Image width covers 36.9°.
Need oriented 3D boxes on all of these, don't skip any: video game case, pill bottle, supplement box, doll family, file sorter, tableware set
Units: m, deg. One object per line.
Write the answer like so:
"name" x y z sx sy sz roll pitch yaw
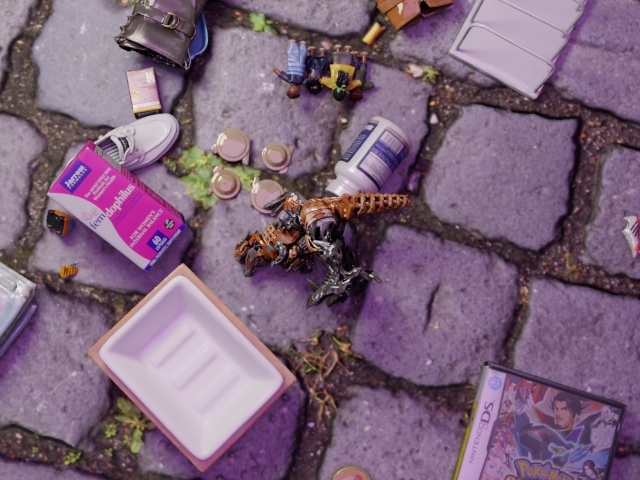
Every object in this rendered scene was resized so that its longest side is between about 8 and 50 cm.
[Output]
"video game case" 0.399 0.380 1.759 0.274 0.035 0.248 18 81 -2
"pill bottle" 0.086 -0.138 1.780 0.094 0.094 0.169 38 81 2
"supplement box" -0.356 -0.061 1.688 0.220 0.114 0.111 39 92 -15
"doll family" 0.007 -0.312 1.814 0.193 0.076 0.111 5 86 1
"file sorter" 0.401 -0.448 1.810 0.193 0.173 0.278 28 81 1
"tableware set" -0.131 -0.131 1.801 0.168 0.020 0.141 17 83 -3
"supplement box" -0.329 -0.276 1.794 0.055 0.043 0.083 -10 83 -5

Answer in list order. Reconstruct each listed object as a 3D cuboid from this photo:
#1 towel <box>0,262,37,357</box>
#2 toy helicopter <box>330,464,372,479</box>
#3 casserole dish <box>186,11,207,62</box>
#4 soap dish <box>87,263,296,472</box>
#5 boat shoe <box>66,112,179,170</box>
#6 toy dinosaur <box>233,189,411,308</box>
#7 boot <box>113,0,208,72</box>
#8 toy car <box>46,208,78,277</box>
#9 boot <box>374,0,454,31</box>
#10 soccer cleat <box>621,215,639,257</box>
"towel" -0.723 0.152 1.683 0.320 0.090 0.374 34 81 4
"toy helicopter" 0.036 0.574 1.677 0.235 0.140 0.355 -1 71 4
"casserole dish" -0.279 -0.420 1.822 0.114 0.037 0.188 -12 84 -6
"soap dish" -0.224 0.222 1.693 0.229 0.118 0.291 -44 87 -9
"boat shoe" -0.360 -0.164 1.759 0.226 0.076 0.083 -34 86 -8
"toy dinosaur" 0.000 0.000 1.704 0.322 0.164 0.218 -29 77 37
"boot" -0.315 -0.454 1.761 0.263 0.091 0.229 28 80 -2
"toy car" -0.471 0.003 1.757 0.040 0.060 0.122 -10 102 -48
"boot" 0.201 -0.551 1.839 0.283 0.109 0.220 -31 84 -6
"soccer cleat" 0.594 -0.007 1.835 0.035 0.029 0.083 4 78 5
